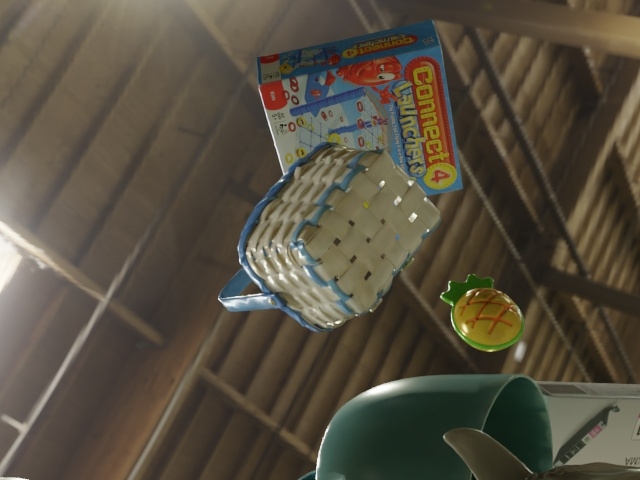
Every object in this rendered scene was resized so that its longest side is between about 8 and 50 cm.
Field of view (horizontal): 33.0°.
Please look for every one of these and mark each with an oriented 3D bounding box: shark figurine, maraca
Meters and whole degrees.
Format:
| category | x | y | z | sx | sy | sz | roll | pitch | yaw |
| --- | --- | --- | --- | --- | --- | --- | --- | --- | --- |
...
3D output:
| category | x | y | z | sx | sy | sz | roll | pitch | yaw |
| --- | --- | --- | --- | --- | --- | --- | --- | --- | --- |
| shark figurine | 0.119 | 0.236 | 0.680 | 0.166 | 0.116 | 0.278 | 40 | -103 | -16 |
| maraca | 0.299 | 0.131 | 1.996 | 0.127 | 0.185 | 0.099 | -16 | -45 | -13 |

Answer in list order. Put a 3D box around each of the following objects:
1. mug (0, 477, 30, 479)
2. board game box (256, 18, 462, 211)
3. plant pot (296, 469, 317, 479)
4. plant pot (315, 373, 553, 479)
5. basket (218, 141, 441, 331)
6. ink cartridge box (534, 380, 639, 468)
| category | x | y | z | sx | sy | sz | roll | pitch | yaw |
| --- | --- | --- | --- | --- | --- | --- | --- | --- | --- |
| mug | -0.467 | 0.392 | 1.268 | 0.374 | 0.276 | 0.327 | -5 | -87 | -10 |
| board game box | 0.073 | -0.197 | 1.853 | 0.086 | 0.302 | 0.308 | -96 | -8 | -49 |
| plant pot | 0.067 | 0.580 | 1.924 | 0.255 | 0.272 | 0.271 | 42 | -109 | -37 |
| plant pot | 0.137 | 0.307 | 1.382 | 0.293 | 0.235 | 0.292 | -4 | -85 | -59 |
| basket | 0.000 | 0.000 | 1.435 | 0.201 | 0.289 | 0.254 | 48 | -111 | -22 |
| ink cartridge box | 0.389 | 0.328 | 1.595 | 0.275 | 0.060 | 0.238 | 6 | -75 | -31 |
